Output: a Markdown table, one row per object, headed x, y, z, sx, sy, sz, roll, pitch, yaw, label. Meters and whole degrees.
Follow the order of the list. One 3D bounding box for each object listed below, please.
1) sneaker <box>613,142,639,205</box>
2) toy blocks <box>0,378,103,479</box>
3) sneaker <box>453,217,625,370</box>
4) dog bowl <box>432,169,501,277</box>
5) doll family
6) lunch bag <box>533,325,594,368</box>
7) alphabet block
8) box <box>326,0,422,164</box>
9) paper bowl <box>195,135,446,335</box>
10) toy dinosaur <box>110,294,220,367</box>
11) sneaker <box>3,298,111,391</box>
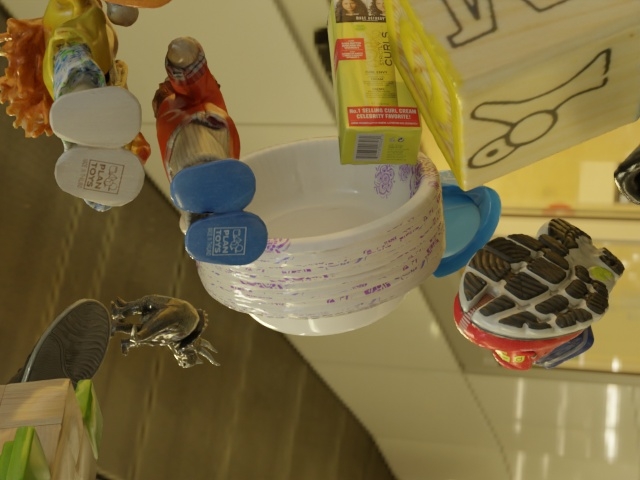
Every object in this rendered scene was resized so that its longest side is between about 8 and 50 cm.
| x | y | z | sx | sy | sz | roll | pitch | yaw | label |
| --- | --- | --- | --- | --- | --- | --- | --- | --- | --- |
| 0.467 | 0.010 | 1.187 | 0.185 | 0.202 | 0.482 | 45 | -171 | -31 | sneaker |
| -0.300 | 0.235 | 0.757 | 0.381 | 0.261 | 0.190 | -95 | -1 | -54 | toy blocks |
| 0.182 | 0.064 | 0.978 | 0.279 | 0.107 | 0.118 | -13 | -45 | -60 | sneaker |
| 0.130 | -0.020 | 1.694 | 0.297 | 0.074 | 0.165 | -11 | -48 | -33 | dog bowl |
| -0.089 | -0.120 | 0.486 | 0.163 | 0.118 | 0.262 | -115 | 27 | -59 | doll family |
| 0.293 | 0.114 | 1.437 | 0.065 | 0.098 | 0.067 | 17 | -127 | -37 | lunch bag |
| 0.185 | -0.196 | 1.110 | 0.192 | 0.197 | 0.193 | 74 | 173 | -61 | alphabet block |
| 0.056 | -0.184 | 1.274 | 0.058 | 0.087 | 0.232 | 96 | 173 | -51 | box |
| 0.000 | 0.000 | 1.302 | 0.284 | 0.284 | 0.148 | -59 | -36 | -55 | paper bowl |
| -0.263 | 0.132 | 1.917 | 0.313 | 0.160 | 0.121 | 90 | 173 | -72 | toy dinosaur |
| -0.341 | 0.164 | 1.390 | 0.083 | 0.118 | 0.222 | 36 | -105 | -30 | sneaker |
